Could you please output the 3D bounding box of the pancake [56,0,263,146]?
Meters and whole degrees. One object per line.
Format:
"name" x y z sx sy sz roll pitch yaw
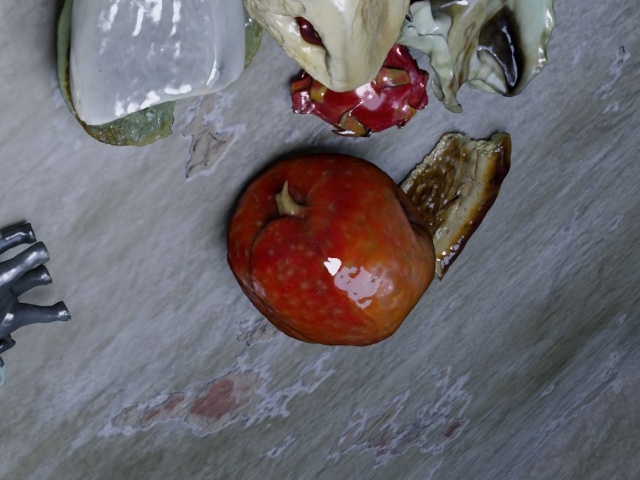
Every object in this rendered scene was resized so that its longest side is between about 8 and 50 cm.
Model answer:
"pancake" -0.154 -0.206 1.176 0.254 0.037 0.253 -28 142 -25

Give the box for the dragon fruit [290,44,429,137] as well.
"dragon fruit" 0.045 -0.186 1.409 0.166 0.136 0.133 -7 104 -7

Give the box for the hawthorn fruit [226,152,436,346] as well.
"hawthorn fruit" 0.010 0.012 1.501 0.262 0.258 0.258 17 118 -26

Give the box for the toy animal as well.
"toy animal" -0.351 0.079 1.330 0.137 0.082 0.269 -22 147 -24

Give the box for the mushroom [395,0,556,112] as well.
"mushroom" 0.140 -0.271 1.352 0.344 0.130 0.247 -1 104 -53

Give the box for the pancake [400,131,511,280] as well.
"pancake" 0.210 -0.067 1.788 0.212 0.056 0.257 -40 148 -4

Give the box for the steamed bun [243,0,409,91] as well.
"steamed bun" -0.008 -0.243 1.131 0.141 0.155 0.172 -56 158 -28

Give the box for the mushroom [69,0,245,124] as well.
"mushroom" -0.144 -0.268 1.012 0.159 0.122 0.328 -24 121 -41
